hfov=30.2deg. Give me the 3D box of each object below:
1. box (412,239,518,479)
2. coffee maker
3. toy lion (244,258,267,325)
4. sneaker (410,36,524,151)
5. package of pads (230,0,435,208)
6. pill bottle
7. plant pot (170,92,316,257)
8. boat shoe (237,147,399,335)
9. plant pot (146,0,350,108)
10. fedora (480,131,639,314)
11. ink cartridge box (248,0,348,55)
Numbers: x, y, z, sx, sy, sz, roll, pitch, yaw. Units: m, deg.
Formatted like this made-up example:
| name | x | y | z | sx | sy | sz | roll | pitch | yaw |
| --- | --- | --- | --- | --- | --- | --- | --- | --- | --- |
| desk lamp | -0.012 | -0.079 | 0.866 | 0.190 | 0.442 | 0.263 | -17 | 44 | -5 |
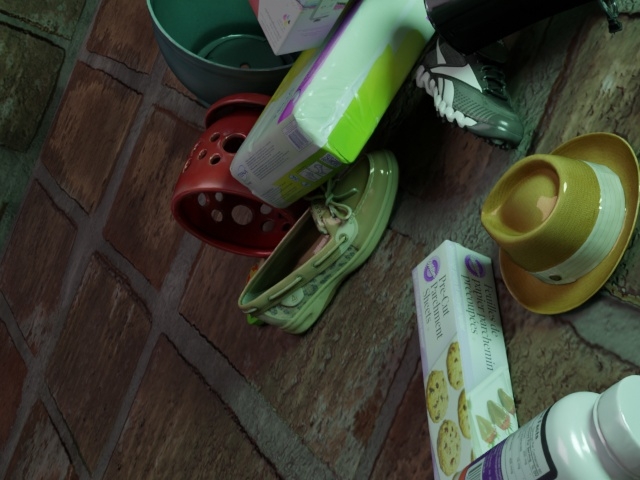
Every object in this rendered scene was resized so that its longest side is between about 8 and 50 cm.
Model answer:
| name | x | y | z | sx | sy | sz | roll | pitch | yaw |
| --- | --- | --- | --- | --- | --- | --- | --- | --- | --- |
| box | 0.142 | 0.150 | 1.139 | 0.067 | 0.063 | 0.324 | -43 | 37 | 40 |
| coffee maker | 0.196 | -0.263 | 1.201 | 0.178 | 0.120 | 0.171 | -22 | 40 | 27 |
| toy lion | -0.087 | 0.075 | 1.671 | 0.096 | 0.034 | 0.100 | 138 | 142 | -55 |
| sneaker | 0.170 | -0.180 | 1.299 | 0.106 | 0.078 | 0.234 | -63 | 25 | 19 |
| package of pads | 0.024 | -0.193 | 1.442 | 0.296 | 0.101 | 0.229 | -58 | 12 | -25 |
| pill bottle | 0.201 | 0.188 | 0.950 | 0.193 | 0.108 | 0.108 | -45 | 35 | 40 |
| plant pot | -0.092 | -0.091 | 1.625 | 0.191 | 0.191 | 0.174 | -30 | 38 | 53 |
| boat shoe | 0.000 | 0.000 | 1.484 | 0.285 | 0.089 | 0.104 | -58 | 28 | 22 |
| plant pot | -0.106 | -0.299 | 1.728 | 0.196 | 0.293 | 0.293 | 101 | 172 | -58 |
| fedora | 0.212 | -0.026 | 1.111 | 0.194 | 0.079 | 0.194 | -43 | 37 | 44 |
| ink cartridge box | -0.014 | -0.312 | 1.317 | 0.115 | 0.067 | 0.198 | 64 | 148 | 18 |
